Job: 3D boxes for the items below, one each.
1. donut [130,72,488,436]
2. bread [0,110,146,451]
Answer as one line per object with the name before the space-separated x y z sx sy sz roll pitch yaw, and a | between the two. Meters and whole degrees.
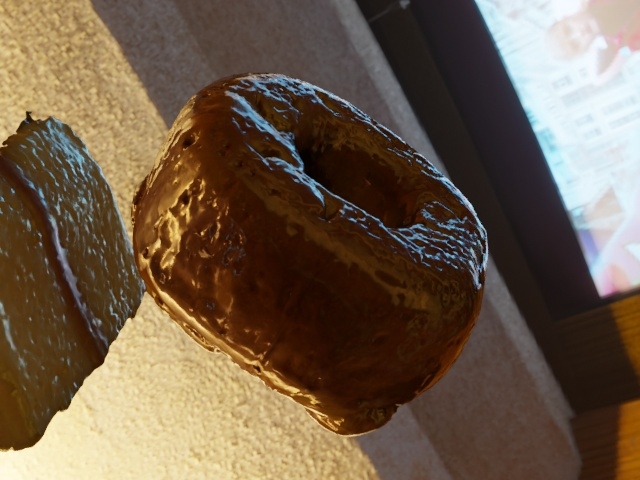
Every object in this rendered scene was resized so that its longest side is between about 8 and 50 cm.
donut | -0.002 -0.001 0.505 0.227 0.113 0.226 27 -152 -16
bread | -0.307 0.030 0.676 0.263 0.236 0.198 -70 -31 -64
